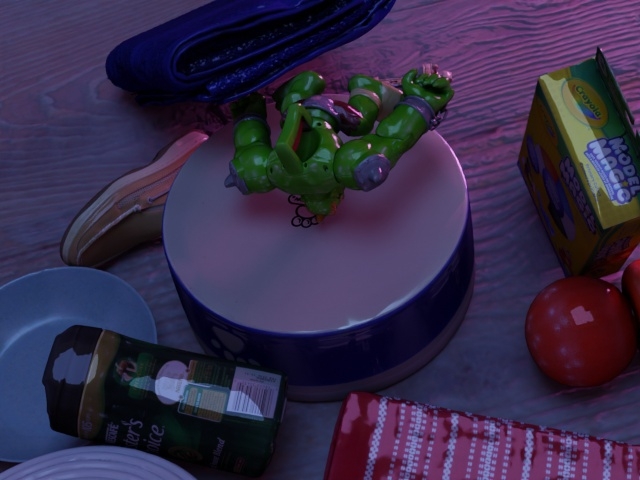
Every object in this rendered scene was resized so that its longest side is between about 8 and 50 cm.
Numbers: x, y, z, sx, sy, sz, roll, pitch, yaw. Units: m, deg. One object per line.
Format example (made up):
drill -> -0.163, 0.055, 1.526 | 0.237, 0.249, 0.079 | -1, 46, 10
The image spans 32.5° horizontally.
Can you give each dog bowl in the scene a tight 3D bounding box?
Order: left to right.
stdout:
dog bowl -> 0.000, 0.000, 0.955 | 0.265, 0.104, 0.264 | -5, 52, 6

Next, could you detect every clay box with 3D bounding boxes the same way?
clay box -> 0.207, -0.051, 0.864 | 0.053, 0.222, 0.127 | -20, 73, 1

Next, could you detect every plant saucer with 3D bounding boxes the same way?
plant saucer -> -0.232, 0.111, 0.952 | 0.195, 0.037, 0.194 | -5, 53, 6

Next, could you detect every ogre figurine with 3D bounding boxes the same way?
ogre figurine -> -0.001, -0.084, 0.893 | 0.197, 0.096, 0.118 | 13, 50, 14

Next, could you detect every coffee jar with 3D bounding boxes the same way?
coffee jar -> -0.122, 0.125, 0.854 | 0.185, 0.096, 0.079 | 14, 61, -3

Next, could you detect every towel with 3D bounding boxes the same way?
towel -> -0.074, -0.191, 1.050 | 0.228, 0.076, 0.308 | -27, 17, -16
towel -> 0.128, 0.218, 0.815 | 0.275, 0.031, 0.198 | 8, 56, 15

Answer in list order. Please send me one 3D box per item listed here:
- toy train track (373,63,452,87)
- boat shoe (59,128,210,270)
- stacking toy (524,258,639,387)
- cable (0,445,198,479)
toy train track -> 0.092, -0.166, 1.123 | 0.083, 0.014, 0.048 | -5, 52, 7
boat shoe -> -0.156, -0.030, 1.033 | 0.072, 0.068, 0.190 | 39, 67, 19
stacking toy -> 0.325, 0.046, 0.861 | 0.330, 0.141, 0.141 | -16, 52, 6
cable -> -0.174, 0.266, 0.790 | 0.257, 0.089, 0.257 | 19, 58, 22
